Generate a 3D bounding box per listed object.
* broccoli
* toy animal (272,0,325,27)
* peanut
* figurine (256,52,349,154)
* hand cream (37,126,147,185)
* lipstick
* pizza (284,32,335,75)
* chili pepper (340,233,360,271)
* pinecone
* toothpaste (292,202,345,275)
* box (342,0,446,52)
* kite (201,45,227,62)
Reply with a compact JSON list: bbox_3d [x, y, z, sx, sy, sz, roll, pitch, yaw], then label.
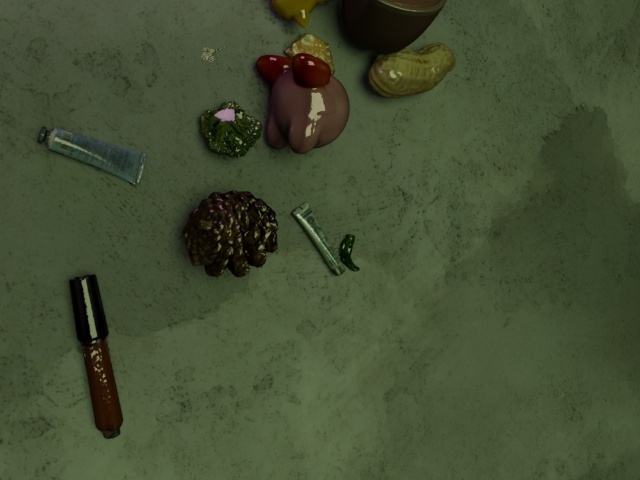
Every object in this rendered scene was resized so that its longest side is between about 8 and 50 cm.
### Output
[{"bbox_3d":[-0.243,-0.295,1.660,0.162,0.138,0.145,31,70,13],"label":"broccoli"},{"bbox_3d":[-0.030,-0.705,1.739,0.229,0.156,0.156,-47,111,-21],"label":"toy animal"},{"bbox_3d":[0.282,-0.521,1.908,0.325,0.140,0.153,-26,78,-28],"label":"peanut"},{"bbox_3d":[-0.026,-0.376,1.706,0.211,0.270,0.261,-11,106,-32],"label":"figurine"},{"bbox_3d":[-0.558,-0.214,1.542,0.256,0.055,0.088,18,77,-29],"label":"hand cream"},{"bbox_3d":[-0.555,0.290,1.555,0.077,0.077,0.417,-12,99,-26],"label":"lipstick"},{"bbox_3d":[-0.025,-0.535,1.805,0.160,0.036,0.098,19,84,-27],"label":"pizza"},{"bbox_3d":[0.086,0.040,1.892,0.056,0.035,0.117,-10,93,-9],"label":"chili pepper"},{"bbox_3d":[-0.218,-0.023,1.624,0.257,0.244,0.243,-22,103,-46],"label":"pinecone"},{"bbox_3d":[0.000,0.000,1.844,0.062,0.039,0.239,-39,107,-24],"label":"toothpaste"},{"bbox_3d":[0.194,-0.694,1.767,0.301,0.216,0.300,5,69,-14],"label":"box"},{"bbox_3d":[-0.287,-0.503,1.692,0.078,0.002,0.044,-10,97,-26],"label":"kite"}]
